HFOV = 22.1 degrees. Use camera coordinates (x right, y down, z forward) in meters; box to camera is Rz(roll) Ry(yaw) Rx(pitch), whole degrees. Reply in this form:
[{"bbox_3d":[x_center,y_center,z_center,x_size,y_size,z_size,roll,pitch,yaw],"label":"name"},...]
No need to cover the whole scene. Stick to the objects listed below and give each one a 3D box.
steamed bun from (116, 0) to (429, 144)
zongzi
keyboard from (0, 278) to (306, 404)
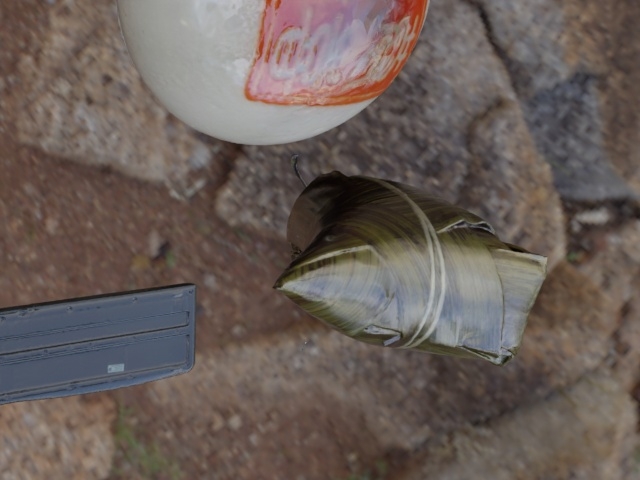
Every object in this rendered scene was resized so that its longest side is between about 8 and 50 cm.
[{"bbox_3d":[-0.028,-0.271,1.758,0.374,0.241,0.374,-23,129,-32],"label":"steamed bun"},{"bbox_3d":[0.000,0.000,1.176,0.241,0.247,0.111,11,101,-40],"label":"zongzi"},{"bbox_3d":[-0.192,0.095,1.580,0.381,0.041,0.103,-5,106,-26],"label":"keyboard"}]
